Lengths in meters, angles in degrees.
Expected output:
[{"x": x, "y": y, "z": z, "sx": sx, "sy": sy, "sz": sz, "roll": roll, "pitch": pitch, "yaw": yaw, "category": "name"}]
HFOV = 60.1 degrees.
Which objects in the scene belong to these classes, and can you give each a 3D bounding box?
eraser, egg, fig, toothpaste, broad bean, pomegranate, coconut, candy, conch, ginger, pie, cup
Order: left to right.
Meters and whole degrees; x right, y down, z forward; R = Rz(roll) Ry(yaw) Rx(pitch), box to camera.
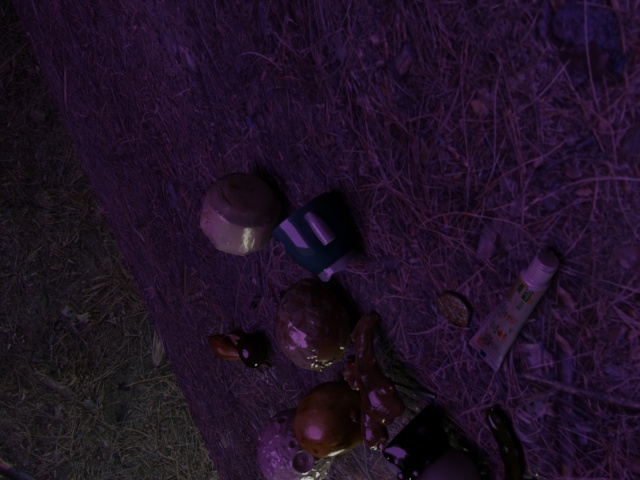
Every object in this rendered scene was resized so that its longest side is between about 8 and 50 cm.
[{"x": -0.306, "y": 0.415, "z": 2.100, "sx": 0.330, "sy": 0.109, "sz": 0.093, "roll": 15, "pitch": 165, "yaw": 26, "category": "conch"}, {"x": -0.223, "y": -0.061, "z": 1.533, "sx": 0.224, "sy": 0.224, "sz": 0.234, "roll": 51, "pitch": 133, "yaw": 20, "category": "coconut"}, {"x": -0.255, "y": 0.381, "z": 1.990, "sx": 0.177, "sy": 0.117, "sz": 0.117, "roll": 26, "pitch": 133, "yaw": 62, "category": "fig"}, {"x": -0.229, "y": 0.215, "z": 1.900, "sx": 0.019, "sy": 0.027, "sz": 0.099, "roll": 59, "pitch": 147, "yaw": 22, "category": "eraser"}, {"x": -0.020, "y": 0.219, "z": 1.449, "sx": 0.203, "sy": 0.203, "sz": 0.245, "roll": -42, "pitch": 60, "yaw": 57, "category": "egg"}, {"x": 0.000, "y": 0.000, "z": 1.312, "sx": 0.173, "sy": 0.167, "sz": 0.300, "roll": 52, "pitch": 173, "yaw": 1, "category": "cup"}, {"x": 0.038, "y": 0.510, "z": 1.567, "sx": 0.215, "sy": 0.215, "sz": 0.215, "roll": 34, "pitch": 137, "yaw": 39, "category": "pomegranate"}, {"x": 0.130, "y": 0.349, "z": 1.354, "sx": 0.148, "sy": 0.081, "sz": 0.333, "roll": -23, "pitch": 78, "yaw": 55, "category": "ginger"}, {"x": 0.170, "y": 0.360, "z": 1.410, "sx": 0.288, "sy": 0.078, "sz": 0.084, "roll": 10, "pitch": 117, "yaw": 43, "category": "candy"}, {"x": 0.274, "y": 0.142, "z": 1.143, "sx": 0.085, "sy": 0.017, "sz": 0.085, "roll": 35, "pitch": 139, "yaw": 38, "category": "pie"}, {"x": 0.392, "y": 0.453, "z": 1.172, "sx": 0.069, "sy": 0.039, "sz": 0.227, "roll": 17, "pitch": 126, "yaw": 56, "category": "broad bean"}, {"x": 0.347, "y": 0.135, "z": 1.006, "sx": 0.056, "sy": 0.058, "sz": 0.314, "roll": 10, "pitch": 138, "yaw": 0, "category": "toothpaste"}]

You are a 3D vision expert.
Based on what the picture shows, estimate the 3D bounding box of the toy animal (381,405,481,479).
[{"x": 0.263, "y": 0.531, "z": 1.287, "sx": 0.235, "sy": 0.165, "sz": 0.187, "roll": 51, "pitch": 174, "yaw": 21, "category": "toy animal"}]

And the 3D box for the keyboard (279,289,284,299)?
[{"x": -0.060, "y": 0.213, "z": 1.672, "sx": 0.196, "sy": 0.015, "sz": 0.074, "roll": 24, "pitch": 126, "yaw": 45, "category": "keyboard"}]

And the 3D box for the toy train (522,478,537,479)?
[{"x": 0.492, "y": 0.530, "z": 1.071, "sx": 0.234, "sy": 0.052, "sz": 0.051, "roll": 3, "pitch": 119, "yaw": 54, "category": "toy train"}]

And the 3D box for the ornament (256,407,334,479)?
[{"x": -0.077, "y": 0.674, "z": 1.786, "sx": 0.259, "sy": 0.259, "sz": 0.225, "roll": 66, "pitch": 169, "yaw": -3, "category": "ornament"}]
